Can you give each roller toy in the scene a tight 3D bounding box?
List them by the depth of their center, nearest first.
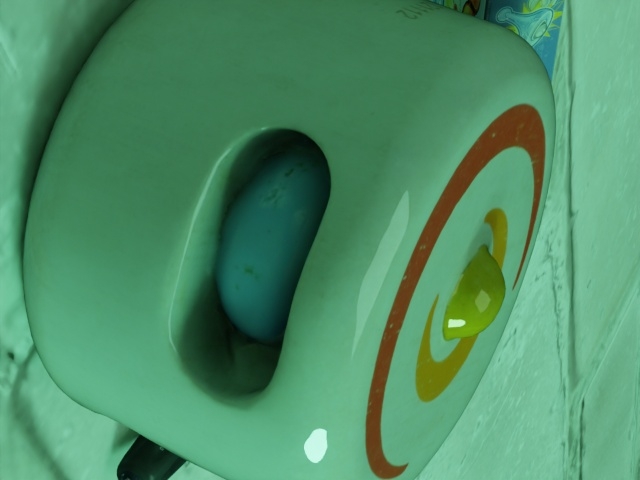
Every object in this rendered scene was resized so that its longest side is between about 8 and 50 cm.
[{"bbox_3d":[0.000,0.000,0.553,0.191,0.146,0.209,-54,155,-31],"label":"roller toy"}]

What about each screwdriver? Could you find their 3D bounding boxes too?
[{"bbox_3d":[-0.046,0.061,0.688,0.170,0.025,0.024,-54,155,-53],"label":"screwdriver"}]

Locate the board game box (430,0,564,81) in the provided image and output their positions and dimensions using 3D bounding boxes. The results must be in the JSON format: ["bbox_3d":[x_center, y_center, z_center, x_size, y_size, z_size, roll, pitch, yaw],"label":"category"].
[{"bbox_3d":[0.072,-0.114,0.667,0.136,0.035,0.201,-105,-166,-52],"label":"board game box"}]
